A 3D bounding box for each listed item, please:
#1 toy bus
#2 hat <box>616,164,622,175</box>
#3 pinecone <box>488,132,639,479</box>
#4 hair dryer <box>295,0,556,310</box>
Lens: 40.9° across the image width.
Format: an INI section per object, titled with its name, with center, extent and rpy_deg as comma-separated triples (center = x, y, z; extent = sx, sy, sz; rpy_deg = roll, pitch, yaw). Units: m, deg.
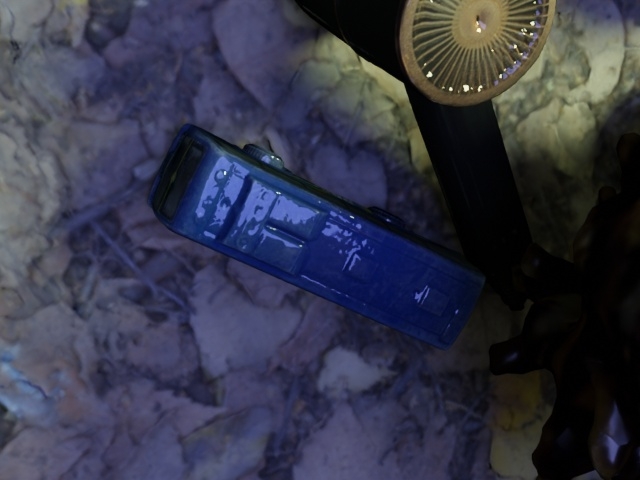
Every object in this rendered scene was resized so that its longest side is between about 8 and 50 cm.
[toy bus]
center = 0.002, -0.002, 0.602
extent = 0.236, 0.094, 0.079
rpy_deg = 25, 90, -20
[hat]
center = 0.364, -0.054, 0.705
extent = 0.166, 0.144, 0.173
rpy_deg = -39, 85, -7
[pinecone]
center = 0.293, 0.066, 0.535
extent = 0.398, 0.398, 0.398
rpy_deg = -3, 99, -18
[hair dryer]
center = 0.091, -0.076, 0.618
extent = 0.107, 0.189, 0.352
rpy_deg = -31, 129, -8
